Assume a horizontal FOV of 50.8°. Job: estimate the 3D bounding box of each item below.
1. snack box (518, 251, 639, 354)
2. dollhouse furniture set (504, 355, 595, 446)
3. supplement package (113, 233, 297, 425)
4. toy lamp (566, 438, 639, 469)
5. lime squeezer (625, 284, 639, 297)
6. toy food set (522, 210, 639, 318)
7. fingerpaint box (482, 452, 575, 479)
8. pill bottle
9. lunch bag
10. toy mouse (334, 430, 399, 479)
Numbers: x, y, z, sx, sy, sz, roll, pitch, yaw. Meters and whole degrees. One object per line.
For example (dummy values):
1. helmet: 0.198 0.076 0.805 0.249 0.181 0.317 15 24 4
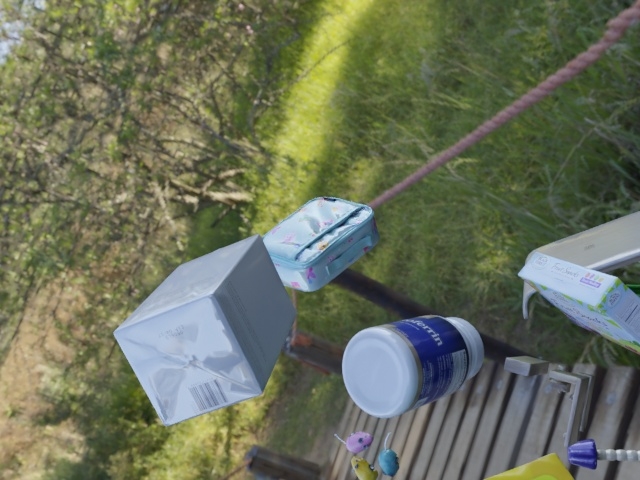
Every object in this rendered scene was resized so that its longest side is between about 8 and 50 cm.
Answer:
1. snack box: 0.277 0.064 0.679 0.037 0.100 0.141 -51 15 -1
2. dollhouse furniture set: 0.431 0.301 1.288 0.151 0.144 0.123 10 90 37
3. supplement package: -0.171 0.135 1.115 0.177 0.175 0.293 -21 14 15
4. toy lamp: 0.777 0.548 1.723 0.080 0.274 0.080 -4 -90 -78
5. lime squeezer: 0.475 0.043 0.769 0.310 0.110 0.059 -10 50 25
6. toy food set: 0.538 0.053 1.303 0.306 0.092 0.220 -24 10 25
7. fingerpaint box: 0.172 0.501 0.762 0.371 0.444 0.163 -121 25 -43
8. pill bottle: 0.175 0.215 1.208 0.153 0.264 0.153 3 94 41
9. lunch bag: 0.000 0.000 1.623 0.224 0.108 0.279 14 44 45
10. toy mouse: 0.100 0.426 1.330 0.031 0.161 0.143 -35 -17 -51
